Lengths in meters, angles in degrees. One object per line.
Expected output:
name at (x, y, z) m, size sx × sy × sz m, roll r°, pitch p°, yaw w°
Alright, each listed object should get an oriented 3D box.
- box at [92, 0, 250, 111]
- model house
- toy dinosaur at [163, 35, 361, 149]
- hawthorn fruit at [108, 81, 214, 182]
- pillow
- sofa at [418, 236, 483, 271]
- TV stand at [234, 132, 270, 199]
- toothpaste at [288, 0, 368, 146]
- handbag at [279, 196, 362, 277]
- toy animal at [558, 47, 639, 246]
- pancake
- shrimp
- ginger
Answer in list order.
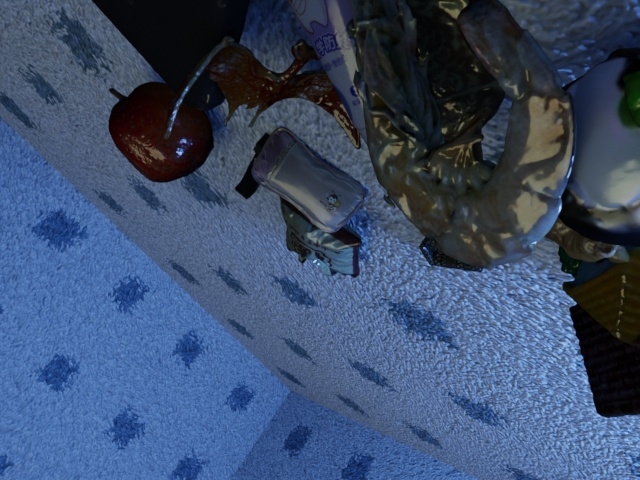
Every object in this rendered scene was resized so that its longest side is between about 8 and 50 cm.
box at (-0.234, -0.398, 0.673) m, size 0.359 × 0.091 × 0.350 m, roll 49°, pitch 149°, yaw 6°
model house at (0.412, 0.101, 0.610) m, size 0.230 × 0.248 × 0.280 m, roll 34°, pitch 155°, yaw 8°
toy dinosaur at (-0.059, -0.194, 0.728) m, size 0.207 × 0.112 × 0.327 m, roll -19°, pitch 168°, yaw 19°
hawthorn fruit at (-0.358, -0.250, 1.087) m, size 0.249 × 0.215 × 0.215 m, roll 47°, pitch 154°, yaw -10°
pillow at (-0.029, -0.117, 0.993) m, size 0.233 × 0.130 × 0.038 m, roll 39°, pitch -161°, yaw 2°
sofa at (0.251, 0.023, 0.935) m, size 0.118 × 0.039 × 0.060 m, roll 7°, pitch 141°, yaw 48°
TV stand at (-0.149, -0.163, 1.136) m, size 0.049 × 0.040 × 0.256 m, roll 40°, pitch 155°, yaw -6°
toothpaste at (0.019, -0.272, 0.605) m, size 0.125 × 0.080 × 0.371 m, roll 1°, pitch 126°, yaw 56°
handbag at (0.000, 0.000, 1.123) m, size 0.213 × 0.127 × 0.235 m, roll 28°, pitch 156°, yaw 15°
toy animal at (0.332, -0.100, 0.406) m, size 0.213 × 0.212 × 0.267 m, roll 41°, pitch 156°, yaw -8°
pancake at (0.118, -0.228, 0.641) m, size 0.250 × 0.031 × 0.250 m, roll 31°, pitch 153°, yaw 18°
shrimp at (0.124, -0.140, 0.502) m, size 0.247 × 0.085 × 0.360 m, roll -23°, pitch 90°, yaw 60°
ginger at (0.293, -0.038, 0.610) m, size 0.138 × 0.213 × 0.074 m, roll 23°, pitch 120°, yaw 10°
